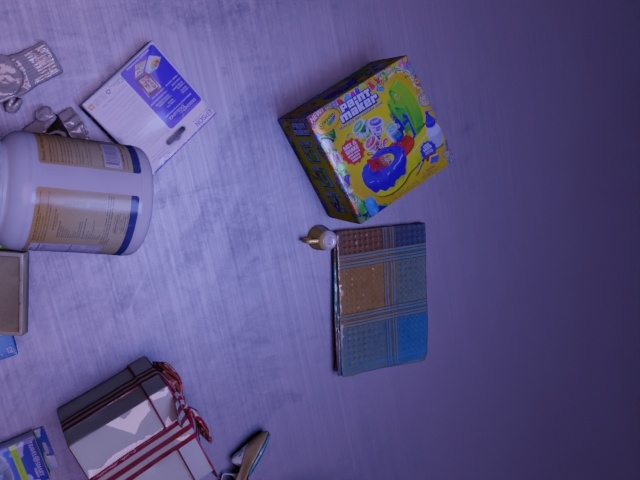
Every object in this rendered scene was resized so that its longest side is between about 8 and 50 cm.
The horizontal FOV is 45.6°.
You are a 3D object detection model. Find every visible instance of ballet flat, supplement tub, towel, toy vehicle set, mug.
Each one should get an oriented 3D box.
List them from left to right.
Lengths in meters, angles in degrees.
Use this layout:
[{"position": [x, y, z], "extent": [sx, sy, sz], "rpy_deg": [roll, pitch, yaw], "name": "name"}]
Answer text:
[{"position": [-0.709, 0.095, 1.484], "extent": [0.267, 0.035, 0.165], "rpy_deg": [4, 97, -4], "name": "toy vehicle set"}, {"position": [-0.508, -0.090, 1.478], "extent": [0.316, 0.228, 0.228], "rpy_deg": [5, 96, -32], "name": "supplement tub"}, {"position": [-0.194, 0.557, 1.827], "extent": [0.073, 0.080, 0.232], "rpy_deg": [22, 85, 4], "name": "ballet flat"}, {"position": [0.003, 0.001, 1.834], "extent": [0.078, 0.064, 0.062], "rpy_deg": [-38, 112, -15], "name": "mug"}, {"position": [0.155, 0.147, 1.943], "extent": [0.272, 0.040, 0.370], "rpy_deg": [-6, 98, -25], "name": "towel"}]

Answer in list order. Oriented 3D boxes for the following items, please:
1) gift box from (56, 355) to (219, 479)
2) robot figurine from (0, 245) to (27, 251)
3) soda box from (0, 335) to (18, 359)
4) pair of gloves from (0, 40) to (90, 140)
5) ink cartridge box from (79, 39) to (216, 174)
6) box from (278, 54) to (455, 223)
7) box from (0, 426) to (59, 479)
[{"position": [-0.373, 0.426, 1.617], "extent": [0.258, 0.276, 0.255], "rpy_deg": [-31, 115, -19], "name": "gift box"}, {"position": [-0.640, 0.009, 1.538], "extent": [0.115, 0.067, 0.101], "rpy_deg": [-30, 108, -18], "name": "robot figurine"}, {"position": [-0.725, 0.226, 1.529], "extent": [0.210, 0.071, 0.067], "rpy_deg": [-17, 104, -21], "name": "soda box"}, {"position": [-0.596, -0.262, 1.531], "extent": [0.204, 0.042, 0.240], "rpy_deg": [-25, 107, -19], "name": "pair of gloves"}, {"position": [-0.366, -0.280, 1.631], "extent": [0.206, 0.045, 0.208], "rpy_deg": [-46, 112, -12], "name": "ink cartridge box"}, {"position": [0.108, -0.236, 1.785], "extent": [0.290, 0.177, 0.279], "rpy_deg": [-35, 109, -16], "name": "box"}, {"position": [-0.659, 0.481, 1.616], "extent": [0.178, 0.042, 0.109], "rpy_deg": [-21, 106, -20], "name": "box"}]
